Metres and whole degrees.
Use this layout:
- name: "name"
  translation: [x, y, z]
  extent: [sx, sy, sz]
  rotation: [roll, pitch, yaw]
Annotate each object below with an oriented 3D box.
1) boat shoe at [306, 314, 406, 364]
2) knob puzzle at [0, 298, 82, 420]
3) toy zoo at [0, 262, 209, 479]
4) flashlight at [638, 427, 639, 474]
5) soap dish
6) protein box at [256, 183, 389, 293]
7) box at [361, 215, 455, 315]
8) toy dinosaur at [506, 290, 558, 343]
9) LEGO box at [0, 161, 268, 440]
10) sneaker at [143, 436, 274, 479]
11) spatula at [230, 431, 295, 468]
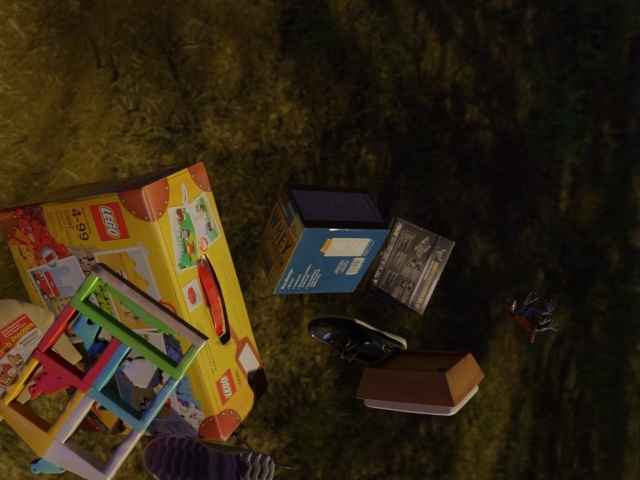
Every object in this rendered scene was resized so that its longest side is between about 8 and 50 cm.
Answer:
- name: "boat shoe"
  translation: [0.115, 0.333, 1.899]
  extent: [0.340, 0.127, 0.113]
  rotation: [22, 43, -17]
- name: "knob puzzle"
  translation: [-0.554, 0.188, 1.057]
  extent: [0.213, 0.030, 0.213]
  rotation: [4, 80, -25]
- name: "toy zoo"
  translation: [-0.318, 0.204, 0.846]
  extent: [0.293, 0.192, 0.030]
  rotation: [-54, 179, 0]
- name: "flashlight"
  translation: [0.657, 0.355, 0.915]
  extent: [0.103, 0.304, 0.103]
  rotation: [26, 67, -56]
- name: "soap dish"
  translation: [0.274, 0.380, 1.664]
  extent: [0.229, 0.291, 0.118]
  rotation: [-15, 99, -55]
- name: "protein box"
  translation: [0.000, 0.000, 1.285]
  extent: [0.201, 0.199, 0.135]
  rotation: [1, 45, -29]
- name: "box"
  translation: [0.244, 0.070, 1.689]
  extent: [0.056, 0.183, 0.230]
  rotation: [-133, -114, -84]
- name: "toy dinosaur"
  translation: [0.251, 0.091, 0.743]
  extent: [0.090, 0.082, 0.047]
  rotation: [-18, 90, -32]
- name: "LEGO box"
  translation: [-0.362, 0.127, 1.205]
  extent: [0.193, 0.373, 0.499]
  rotation: [-44, 124, -59]
- name: "sneaker"
  translation: [-0.249, 0.497, 1.326]
  extent: [0.282, 0.115, 0.105]
  rotation: [16, 70, -11]
- name: "spatula"
  translation: [-0.194, 0.504, 1.494]
  extent: [0.030, 0.297, 0.084]
  rotation: [-62, 155, -12]
